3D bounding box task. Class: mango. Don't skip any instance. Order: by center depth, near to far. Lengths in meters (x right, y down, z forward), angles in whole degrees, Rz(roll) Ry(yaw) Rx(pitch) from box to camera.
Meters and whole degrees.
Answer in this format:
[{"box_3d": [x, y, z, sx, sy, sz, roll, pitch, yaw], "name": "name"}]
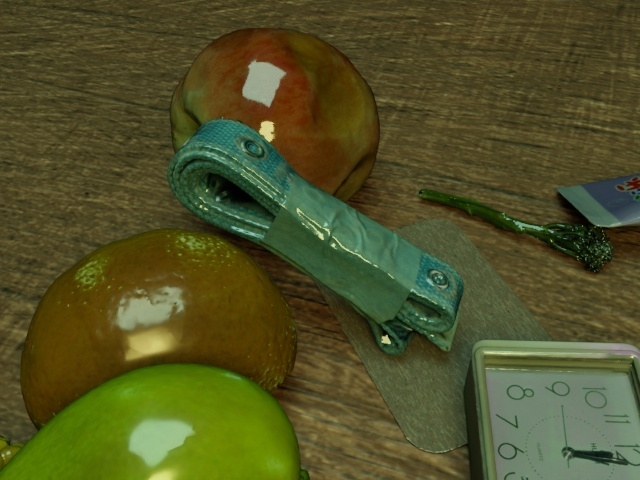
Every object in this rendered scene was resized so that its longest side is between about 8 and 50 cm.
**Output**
[{"box_3d": [-0.132, 0.201, 0.541, 0.273, 0.185, 0.149, -42, 31, -13], "name": "mango"}]

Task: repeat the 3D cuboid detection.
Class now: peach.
[{"box_3d": [-0.039, -0.121, 0.865, 0.235, 0.214, 0.214, -15, 41, -38], "name": "peach"}]

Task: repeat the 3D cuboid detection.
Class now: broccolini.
[{"box_3d": [0.204, -0.016, 0.858, 0.218, 0.042, 0.044, 16, 48, 28], "name": "broccolini"}]

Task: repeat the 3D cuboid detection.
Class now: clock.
[{"box_3d": [0.193, 0.172, 0.623, 0.147, 0.071, 0.192, 2, 45, 4], "name": "clock"}]

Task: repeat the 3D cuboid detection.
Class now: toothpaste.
[{"box_3d": [0.451, -0.052, 0.848, 0.371, 0.080, 0.125, -7, 22, 1], "name": "toothpaste"}]

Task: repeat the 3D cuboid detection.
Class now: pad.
[{"box_3d": [0.112, 0.077, 0.780, 0.176, 0.002, 0.266, -18, 45, -15], "name": "pad"}]

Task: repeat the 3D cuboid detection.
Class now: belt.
[{"box_3d": [0.000, 0.000, 0.731, 0.302, 0.087, 0.072, 35, 35, -4], "name": "belt"}]

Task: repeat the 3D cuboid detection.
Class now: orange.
[{"box_3d": [-0.140, 0.077, 0.683, 0.237, 0.158, 0.179, -18, 47, -15], "name": "orange"}]

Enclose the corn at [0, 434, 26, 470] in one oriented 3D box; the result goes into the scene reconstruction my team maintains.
[{"box_3d": [-0.315, 0.257, 0.549, 0.102, 0.102, 0.313, 26, 53, 27], "name": "corn"}]
